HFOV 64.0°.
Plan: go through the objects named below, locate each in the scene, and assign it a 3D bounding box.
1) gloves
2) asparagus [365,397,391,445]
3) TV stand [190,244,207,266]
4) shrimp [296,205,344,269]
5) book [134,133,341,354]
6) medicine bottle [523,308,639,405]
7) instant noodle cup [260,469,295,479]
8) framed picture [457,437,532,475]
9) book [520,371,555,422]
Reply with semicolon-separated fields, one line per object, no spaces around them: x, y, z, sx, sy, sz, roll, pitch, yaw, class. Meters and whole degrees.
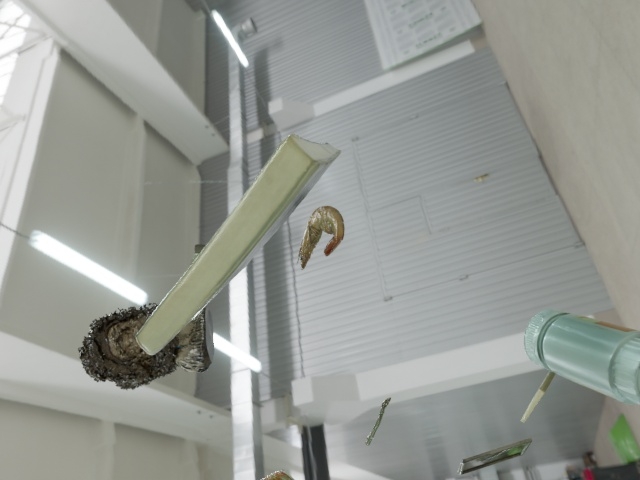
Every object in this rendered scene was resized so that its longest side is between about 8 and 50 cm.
-0.414;0.255;1.241;0.135;0.313;0.210;140;131;-67;gloves
0.132;0.420;1.188;0.016;0.016;0.162;-46;-24;-58;asparagus
-0.259;0.078;1.057;0.249;0.036;0.042;125;146;-54;TV stand
0.003;0.001;1.166;0.045;0.095;0.162;0;-69;-77;shrimp
-0.074;-0.019;0.658;0.043;0.260;0.371;39;-168;-2;book
0.633;0.261;1.168;0.158;0.158;0.318;69;166;-10;medicine bottle
-0.194;0.894;1.595;0.308;0.294;0.293;-12;-96;-52;instant noodle cup
0.360;0.451;1.065;0.109;0.149;0.011;78;174;-53;framed picture
0.625;0.401;1.425;0.170;0.018;0.241;-45;-30;-25;book
